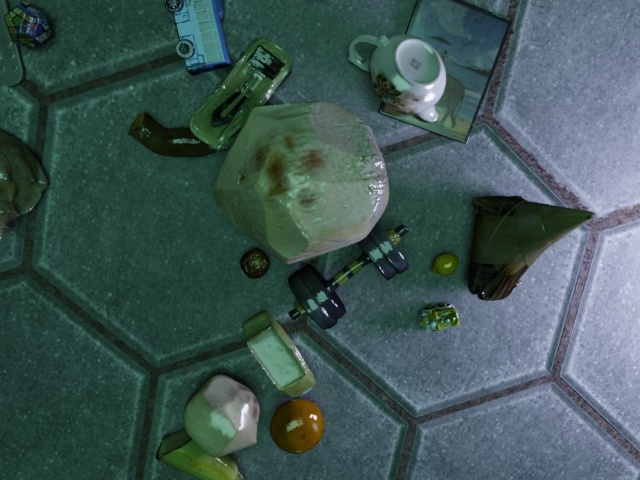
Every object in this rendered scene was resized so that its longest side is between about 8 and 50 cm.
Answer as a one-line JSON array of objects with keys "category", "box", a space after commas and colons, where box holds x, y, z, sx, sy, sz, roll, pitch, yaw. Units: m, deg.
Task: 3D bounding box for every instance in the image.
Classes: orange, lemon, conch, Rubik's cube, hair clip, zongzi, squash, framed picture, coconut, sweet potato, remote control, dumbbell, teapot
[{"category": "orange", "box": [-0.067, 0.526, 1.491, 0.156, 0.124, 0.156, -5, 106, -16]}, {"category": "lemon", "box": [0.350, 0.068, 1.463, 0.083, 0.062, 0.062, -29, 100, 16]}, {"category": "conch", "box": [-0.850, -0.160, 1.318, 0.263, 0.186, 0.324, -23, 101, -17]}, {"category": "Rubik's cube", "box": [-0.725, -0.532, 1.293, 0.111, 0.111, 0.093, -36, 127, 3]}, {"category": "hair clip", "box": [-0.202, -0.364, 1.337, 0.138, 0.091, 0.321, 36, 76, 1]}, {"category": "zongzi", "box": [0.531, 0.039, 1.346, 0.154, 0.317, 0.289, -3, 102, -29]}, {"category": "squash", "box": [-0.313, 0.632, 1.503, 0.287, 0.137, 0.137, 35, 96, -13]}, {"category": "framed picture", "box": [0.331, -0.464, 1.396, 0.265, 0.016, 0.347, 19, 98, -5]}, {"category": "coconut", "box": [-0.052, -0.136, 1.253, 0.415, 0.415, 0.344, -8, 132, -1]}, {"category": "sweet potato", "box": [-0.355, -0.273, 1.359, 0.286, 0.085, 0.112, 2, 95, -3]}, {"category": "remote control", "box": [-0.815, -0.518, 1.328, 0.077, 0.022, 0.245, -9, 100, -3]}, {"category": "dumbbell", "box": [0.073, 0.086, 1.391, 0.388, 0.185, 0.185, -37, 99, 4]}, {"category": "coconut", "box": [-0.260, 0.486, 1.436, 0.224, 0.224, 0.224, 0, 100, -3]}, {"category": "teapot", "box": [0.207, -0.425, 1.324, 0.298, 0.139, 0.204, 40, 69, -5]}]

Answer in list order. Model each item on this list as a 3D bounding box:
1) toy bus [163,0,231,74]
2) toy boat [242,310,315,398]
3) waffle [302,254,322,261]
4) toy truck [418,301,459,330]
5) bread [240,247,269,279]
[{"category": "toy bus", "box": [-0.304, -0.546, 1.302, 0.133, 0.116, 0.234, -12, 102, -1]}, {"category": "toy boat", "box": [-0.114, 0.334, 1.475, 0.111, 0.084, 0.276, -32, 98, 1]}, {"category": "waffle", "box": [0.000, 0.000, 1.399, 0.092, 0.135, 0.021, -23, 116, 40]}, {"category": "toy truck", "box": [0.335, 0.224, 1.480, 0.111, 0.077, 0.076, -14, 100, 0]}, {"category": "bread", "box": [-0.181, 0.065, 1.440, 0.085, 0.053, 0.085, 0, 100, -3]}]
